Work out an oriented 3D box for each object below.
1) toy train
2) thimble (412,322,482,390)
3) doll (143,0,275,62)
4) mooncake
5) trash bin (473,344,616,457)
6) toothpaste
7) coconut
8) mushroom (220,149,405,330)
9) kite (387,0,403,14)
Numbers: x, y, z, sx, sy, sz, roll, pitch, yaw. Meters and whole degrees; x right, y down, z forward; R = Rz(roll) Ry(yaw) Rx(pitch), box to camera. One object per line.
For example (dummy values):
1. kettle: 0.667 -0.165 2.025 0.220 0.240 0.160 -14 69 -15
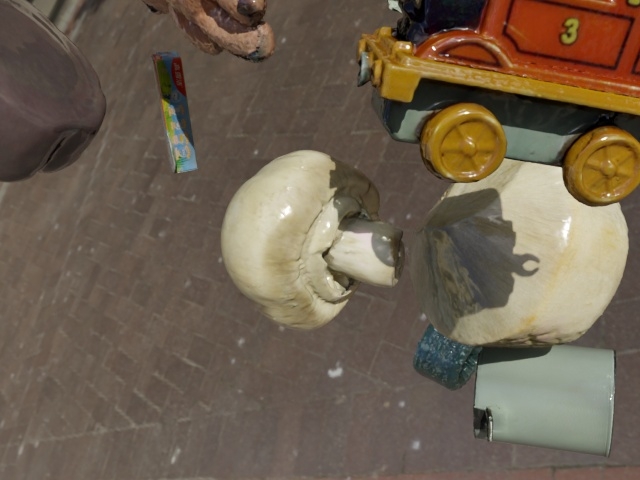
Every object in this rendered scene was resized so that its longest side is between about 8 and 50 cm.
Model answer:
1. toy train: 0.221 -0.170 0.706 0.163 0.369 0.231 -103 23 -65
2. thimble: 0.369 0.310 2.082 0.143 0.235 0.198 26 110 24
3. doll: -0.131 -0.333 0.907 0.156 0.201 0.303 -33 57 -27
4. mooncake: -0.369 -0.184 0.843 0.133 0.245 0.244 -43 38 26
5. trash bin: 0.460 0.318 1.513 0.263 0.217 0.277 4 26 20
6. toothpaste: -0.237 -0.207 1.213 0.070 0.044 0.193 -129 31 -57
7. coconut: 0.348 0.009 1.347 0.345 0.415 0.415 35 97 51
8. mushroom: 0.005 0.009 0.983 0.234 0.260 0.253 22 123 32
9. kite: 0.221 -0.315 1.190 0.011 0.314 0.335 -39 41 38
